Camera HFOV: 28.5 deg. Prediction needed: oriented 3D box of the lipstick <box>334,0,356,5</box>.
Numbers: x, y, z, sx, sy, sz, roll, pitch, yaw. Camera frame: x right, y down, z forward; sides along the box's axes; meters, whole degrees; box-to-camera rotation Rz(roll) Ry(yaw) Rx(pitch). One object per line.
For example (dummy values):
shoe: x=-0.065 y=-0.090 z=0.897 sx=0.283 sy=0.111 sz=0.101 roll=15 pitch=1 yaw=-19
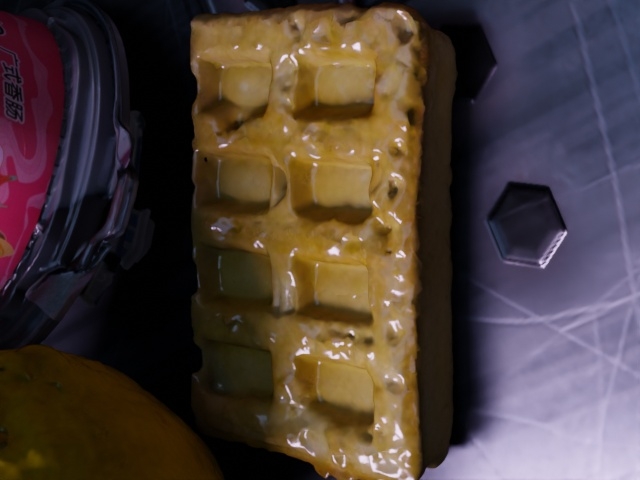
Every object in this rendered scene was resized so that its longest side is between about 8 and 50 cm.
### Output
lipstick: x=-0.002 y=-0.182 z=0.747 sx=0.025 sy=0.025 sz=0.107 roll=-26 pitch=86 yaw=37

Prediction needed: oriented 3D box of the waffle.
waffle: x=0.000 y=0.000 z=0.745 sx=0.168 sy=0.057 sz=0.274 roll=5 pitch=98 yaw=37

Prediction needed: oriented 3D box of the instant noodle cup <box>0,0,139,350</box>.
instant noodle cup: x=-0.264 y=-0.059 z=0.809 sx=0.302 sy=0.181 sz=0.258 roll=-6 pitch=72 yaw=52

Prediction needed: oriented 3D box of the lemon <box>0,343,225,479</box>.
lemon: x=-0.172 y=0.192 z=0.759 sx=0.245 sy=0.320 sz=0.245 roll=-7 pitch=60 yaw=12

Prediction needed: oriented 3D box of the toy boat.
toy boat: x=-0.142 y=-0.021 z=0.850 sx=0.059 sy=0.066 sz=0.140 roll=-11 pitch=61 yaw=41
